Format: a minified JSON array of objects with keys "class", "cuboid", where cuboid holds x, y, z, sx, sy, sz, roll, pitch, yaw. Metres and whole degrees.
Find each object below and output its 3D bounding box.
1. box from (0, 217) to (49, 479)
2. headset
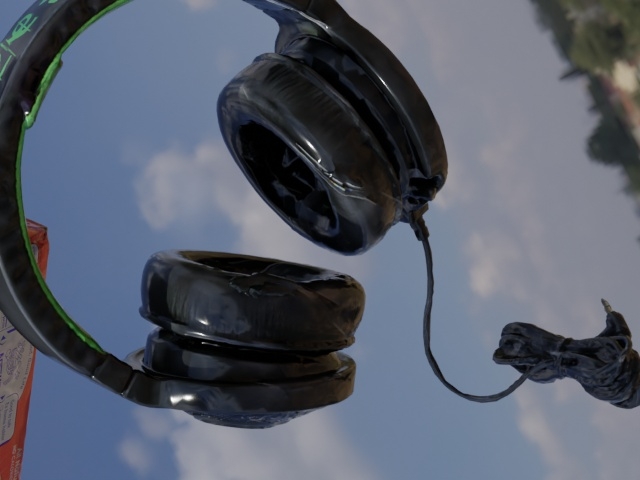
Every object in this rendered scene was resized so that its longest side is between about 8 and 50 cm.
[{"class":"box","cuboid":[-0.271,0.120,0.949,0.154,0.142,0.300,-28,-45,-54]},{"class":"headset","cuboid":[0.000,0.000,0.897,0.394,0.243,0.185,28,173,-32]}]
